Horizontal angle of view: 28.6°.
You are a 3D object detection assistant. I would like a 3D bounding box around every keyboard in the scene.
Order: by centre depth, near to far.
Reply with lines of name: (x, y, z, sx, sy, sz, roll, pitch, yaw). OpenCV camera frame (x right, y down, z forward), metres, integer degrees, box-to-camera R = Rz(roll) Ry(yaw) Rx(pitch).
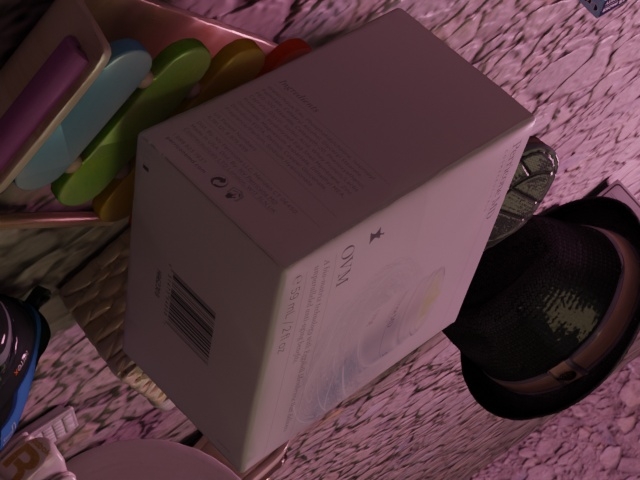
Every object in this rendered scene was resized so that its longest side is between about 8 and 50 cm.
keyboard: (-0.342, 0.236, 1.185, 0.256, 0.014, 0.072, -33, 159, -17)

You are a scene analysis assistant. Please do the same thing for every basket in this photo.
basket: (-0.114, 0.042, 1.030, 0.167, 0.113, 0.103, -41, 157, 2)

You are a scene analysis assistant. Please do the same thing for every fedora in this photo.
fedora: (0.257, 0.064, 1.606, 0.152, 0.334, 0.334, 27, 118, -29)

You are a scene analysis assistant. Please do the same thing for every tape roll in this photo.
tape roll: (-0.188, 0.358, 1.313, 0.286, 0.286, 0.100, -30, 158, -24)

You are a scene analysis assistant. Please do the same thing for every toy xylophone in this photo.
toy xylophone: (-0.119, -0.064, 0.842, 0.236, 0.081, 0.322, -50, 157, 27)

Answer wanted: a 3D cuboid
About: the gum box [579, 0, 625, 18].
gum box: (0.321, -0.306, 1.152, 0.157, 0.041, 0.184, -33, 159, -19)

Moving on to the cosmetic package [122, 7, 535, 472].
cosmetic package: (0.000, 0.000, 0.848, 0.224, 0.138, 0.224, -33, 153, -32)

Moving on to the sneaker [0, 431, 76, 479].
sneaker: (-0.312, 0.225, 1.097, 0.169, 0.108, 0.292, -49, 152, -8)

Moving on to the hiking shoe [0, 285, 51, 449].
hiking shoe: (-0.291, 0.173, 0.931, 0.304, 0.113, 0.132, -58, 163, 5)

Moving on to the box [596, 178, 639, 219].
box: (0.380, 0.069, 1.847, 0.290, 0.169, 0.087, -39, 167, 1)

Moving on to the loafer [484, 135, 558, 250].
loafer: (0.161, -0.025, 1.446, 0.096, 0.084, 0.267, 24, 115, -33)

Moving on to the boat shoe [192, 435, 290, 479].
boat shoe: (-0.173, 0.318, 1.508, 0.324, 0.116, 0.097, -34, 157, -31)
